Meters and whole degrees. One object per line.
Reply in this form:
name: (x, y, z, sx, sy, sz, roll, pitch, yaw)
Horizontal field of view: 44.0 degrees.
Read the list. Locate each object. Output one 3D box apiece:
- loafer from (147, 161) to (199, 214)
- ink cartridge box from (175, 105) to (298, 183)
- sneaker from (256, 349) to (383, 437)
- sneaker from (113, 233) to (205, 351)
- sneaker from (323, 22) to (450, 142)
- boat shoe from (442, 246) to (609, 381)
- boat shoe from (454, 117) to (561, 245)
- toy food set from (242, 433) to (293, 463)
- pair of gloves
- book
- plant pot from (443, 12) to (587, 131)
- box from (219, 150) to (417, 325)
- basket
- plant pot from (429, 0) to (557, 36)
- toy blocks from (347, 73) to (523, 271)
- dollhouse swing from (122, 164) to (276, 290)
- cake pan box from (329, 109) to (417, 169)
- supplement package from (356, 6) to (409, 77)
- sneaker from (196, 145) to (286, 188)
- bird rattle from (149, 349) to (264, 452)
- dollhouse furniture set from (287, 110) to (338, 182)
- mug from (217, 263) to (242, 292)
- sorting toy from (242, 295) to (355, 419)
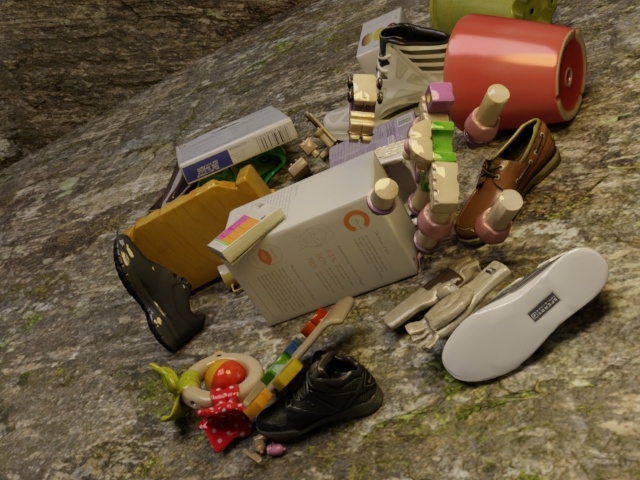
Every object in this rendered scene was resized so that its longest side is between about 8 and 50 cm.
loafer: (-0.409, -0.187, 2.379, 0.133, 0.130, 0.366, -4, 40, 41)
ink cartridge box: (-0.246, -0.275, 2.233, 0.324, 0.072, 0.330, -24, 18, -4)
sneaker: (-0.021, 0.256, 1.345, 0.227, 0.130, 0.087, -19, 30, 16)
sneaker: (-0.365, 0.104, 1.782, 0.130, 0.286, 0.109, -33, 9, -20)
sneaker: (0.167, -0.429, 2.073, 0.447, 0.258, 0.169, -14, 34, 29)
boat shoe: (0.325, 0.116, 1.281, 0.301, 0.108, 0.102, -42, -4, 7)
boat shoe: (0.359, -0.123, 1.589, 0.110, 0.104, 0.307, 13, 53, 49)
toy food set: (-0.074, 0.345, 1.386, 0.122, 0.019, 0.078, -37, 29, -25)
pair of gloves: (0.219, 0.106, 1.385, 0.204, 0.042, 0.240, -38, 9, -7)
book: (-0.148, -0.021, 1.555, 0.144, 0.035, 0.096, -41, 28, -14)
plant pot: (0.437, -0.365, 1.745, 0.243, 0.275, 0.275, 10, 49, 35)
box: (0.000, 0.000, 1.629, 0.345, 0.215, 0.168, -21, 32, 19)
basket: (0.176, -0.123, 1.707, 0.113, 0.167, 0.103, -14, 28, 28)
plant pot: (0.479, -0.633, 2.120, 0.276, 0.276, 0.254, -42, 43, -17)
toy blocks: (0.190, -0.123, 1.492, 0.308, 0.260, 0.289, 2, 66, -5)
dollhouse swing: (-0.282, -0.074, 1.963, 0.346, 0.315, 0.305, -27, 41, 10)
cake pan box: (0.141, -0.200, 1.948, 0.245, 0.070, 0.267, -22, 31, 13)
supplement package: (0.204, -0.573, 2.378, 0.139, 0.134, 0.244, -20, 32, 22)
sneaker: (-0.226, -0.182, 2.222, 0.295, 0.109, 0.123, -35, 26, -7)
bird rattle: (-0.198, 0.276, 1.505, 0.253, 0.143, 0.207, 1, 27, 40)
dollhouse furniture set: (-0.050, -0.254, 2.102, 0.151, 0.123, 0.144, -43, -6, 0)
mug: (-0.198, 0.083, 1.868, 0.064, 0.078, 0.062, -25, -4, -5)
sorting toy: (-0.047, 0.195, 1.368, 0.229, 0.041, 0.307, -46, -2, 11)
